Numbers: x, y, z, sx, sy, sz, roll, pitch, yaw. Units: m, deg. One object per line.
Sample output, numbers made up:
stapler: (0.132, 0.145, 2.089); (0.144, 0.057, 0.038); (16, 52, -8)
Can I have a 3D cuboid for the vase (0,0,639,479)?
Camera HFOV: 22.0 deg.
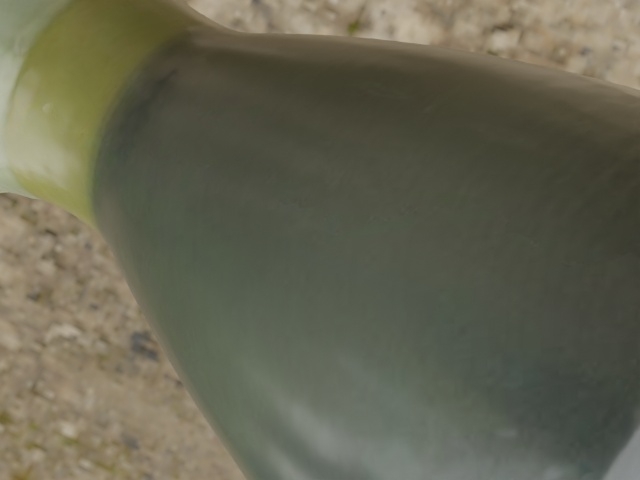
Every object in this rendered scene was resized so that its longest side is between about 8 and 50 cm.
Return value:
vase: (0.000, 0.000, 0.487); (0.321, 0.173, 0.173); (32, 158, 33)
